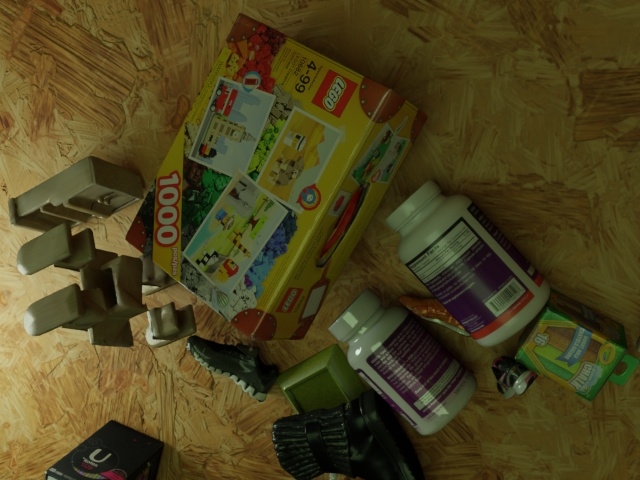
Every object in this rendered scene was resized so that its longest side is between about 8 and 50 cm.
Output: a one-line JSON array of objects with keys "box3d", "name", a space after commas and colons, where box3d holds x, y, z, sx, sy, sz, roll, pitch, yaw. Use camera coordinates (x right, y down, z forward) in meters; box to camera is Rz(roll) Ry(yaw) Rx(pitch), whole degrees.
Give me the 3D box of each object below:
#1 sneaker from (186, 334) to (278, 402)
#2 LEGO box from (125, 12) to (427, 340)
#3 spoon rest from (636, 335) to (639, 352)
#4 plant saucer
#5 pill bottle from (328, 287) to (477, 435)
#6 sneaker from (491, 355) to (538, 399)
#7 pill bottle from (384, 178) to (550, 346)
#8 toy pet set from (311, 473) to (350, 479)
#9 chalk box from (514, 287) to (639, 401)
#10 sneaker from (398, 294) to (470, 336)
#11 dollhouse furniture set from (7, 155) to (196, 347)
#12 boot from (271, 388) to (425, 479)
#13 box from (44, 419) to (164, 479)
[{"box3d": [-0.194, 0.270, 1.740, 0.234, 0.078, 0.106, 36, 103, -13], "name": "sneaker"}, {"box3d": [-0.093, -0.116, 1.452, 0.372, 0.193, 0.500, 33, 100, 27], "name": "LEGO box"}, {"box3d": [0.733, 0.211, 1.429, 0.277, 0.084, 0.137, 18, 111, 0], "name": "spoon rest"}, {"box3d": [0.007, 0.359, 1.722, 0.188, 0.045, 0.188, -32, 92, 23], "name": "plant saucer"}, {"box3d": [0.165, 0.245, 1.572, 0.301, 0.169, 0.169, 45, 113, 3], "name": "pill bottle"}, {"box3d": [0.379, 0.264, 1.514, 0.077, 0.178, 0.072, 43, 77, 12], "name": "sneaker"}, {"box3d": [0.279, 0.038, 1.473, 0.323, 0.181, 0.181, 48, 113, 3], "name": "pill bottle"}, {"box3d": [0.002, 0.562, 1.782, 0.122, 0.065, 0.114, 30, 76, 7], "name": "toy pet set"}, {"box3d": [0.506, 0.211, 1.466, 0.213, 0.132, 0.132, 28, 111, 11], "name": "chalk box"}, {"box3d": [0.249, 0.145, 1.586, 0.175, 0.064, 0.067, 20, 88, 8], "name": "sneaker"}, {"box3d": [-0.516, 0.054, 1.668, 0.257, 0.362, 0.394, -24, 69, 23], "name": "dollhouse furniture set"}, {"box3d": [0.073, 0.499, 1.662, 0.260, 0.131, 0.347, -25, 101, 14], "name": "boot"}, {"box3d": [-0.529, 0.581, 1.840, 0.165, 0.270, 0.143, 20, 109, 13], "name": "box"}]
